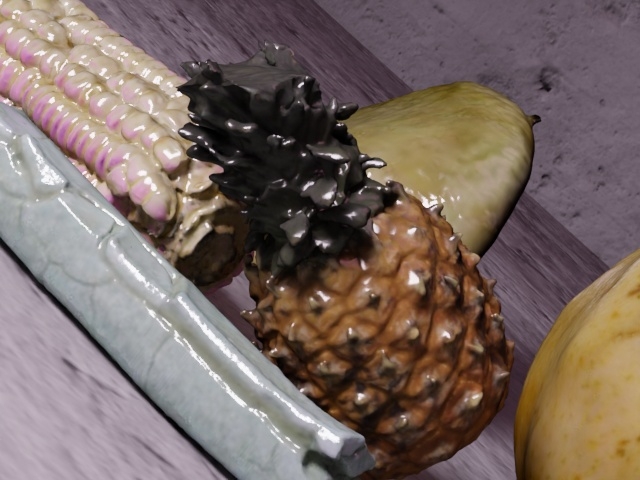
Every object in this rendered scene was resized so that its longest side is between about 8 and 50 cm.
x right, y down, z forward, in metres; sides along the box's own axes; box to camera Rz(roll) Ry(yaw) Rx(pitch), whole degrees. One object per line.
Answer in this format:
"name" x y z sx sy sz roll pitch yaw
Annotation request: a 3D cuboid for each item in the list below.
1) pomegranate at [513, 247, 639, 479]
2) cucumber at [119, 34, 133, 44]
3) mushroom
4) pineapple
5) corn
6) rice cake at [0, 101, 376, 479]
"pomegranate" 0.292 0.140 1.108 0.332 0.332 0.332 37 11 -8
"cucumber" -0.229 -0.232 1.301 0.191 0.191 0.130 41 11 13
"mushroom" 0.048 -0.054 1.341 0.212 0.217 0.292 35 11 5
"pineapple" 0.000 0.000 0.951 0.279 0.157 0.158 60 1 -25
"corn" -0.154 -0.087 1.095 0.335 0.127 0.126 44 12 36
"rice cake" -0.107 0.027 0.931 0.336 0.063 0.066 41 5 21
